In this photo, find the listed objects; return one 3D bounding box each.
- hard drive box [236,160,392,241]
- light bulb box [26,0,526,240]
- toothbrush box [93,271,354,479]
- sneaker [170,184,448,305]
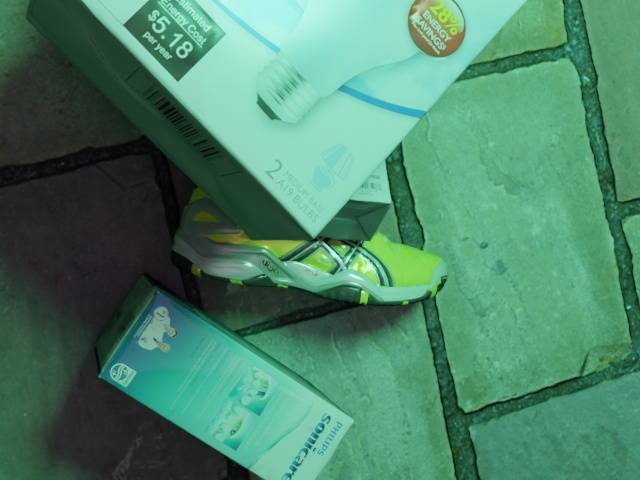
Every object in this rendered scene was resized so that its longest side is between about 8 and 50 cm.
[{"bbox_3d":[-0.016,-0.124,1.197,0.181,0.089,0.232,6,55,-15],"label":"hard drive box"},{"bbox_3d":[-0.045,-0.246,0.969,0.358,0.225,0.361,45,75,-16],"label":"light bulb box"},{"bbox_3d":[-0.131,0.179,1.181,0.296,0.216,0.126,35,85,-16],"label":"toothbrush box"},{"bbox_3d":[0.000,0.000,1.244,0.385,0.145,0.147,9,91,-17],"label":"sneaker"}]
